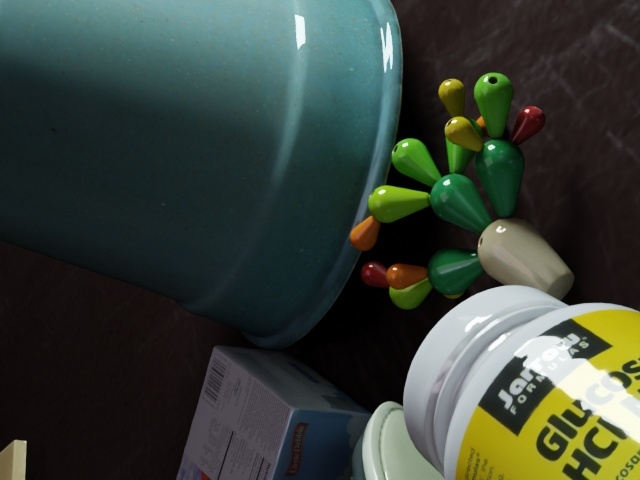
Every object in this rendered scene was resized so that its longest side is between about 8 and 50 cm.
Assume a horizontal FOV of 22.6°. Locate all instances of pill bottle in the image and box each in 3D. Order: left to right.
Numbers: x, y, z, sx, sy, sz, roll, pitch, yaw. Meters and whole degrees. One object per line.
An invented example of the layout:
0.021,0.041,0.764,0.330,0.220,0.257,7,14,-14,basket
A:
0.194,0.151,0.959,0.334,0.188,0.187,35,111,54,pill bottle

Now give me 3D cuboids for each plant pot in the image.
-0.155,-0.105,1.374,0.341,0.334,0.341,-45,38,51,plant pot

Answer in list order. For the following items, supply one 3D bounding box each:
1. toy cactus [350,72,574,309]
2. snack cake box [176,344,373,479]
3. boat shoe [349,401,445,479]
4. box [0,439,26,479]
0.122,-0.014,1.221,0.180,0.112,0.219,44,117,31,toy cactus
-0.060,0.243,1.414,0.152,0.089,0.264,32,108,53,snack cake box
0.052,0.239,1.127,0.113,0.127,0.340,-46,23,18,boat shoe
-0.385,0.357,1.911,0.164,0.021,0.201,-40,45,54,box
